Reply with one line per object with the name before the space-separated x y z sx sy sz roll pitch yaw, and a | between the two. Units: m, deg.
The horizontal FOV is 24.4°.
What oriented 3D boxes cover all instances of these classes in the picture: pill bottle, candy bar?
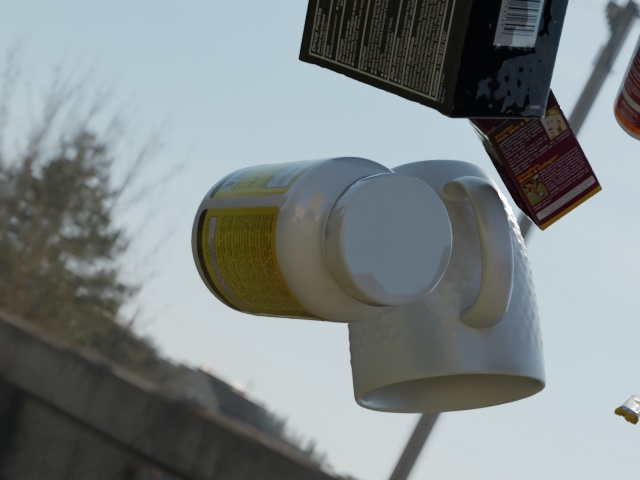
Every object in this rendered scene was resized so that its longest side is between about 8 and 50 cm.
pill bottle | 0.000 0.000 1.696 0.188 0.188 0.334 33 -15 -25
pill bottle | 0.506 -0.251 2.125 0.121 0.121 0.221 26 -38 12
candy bar | 0.470 0.250 2.207 0.040 0.018 0.161 29 12 18

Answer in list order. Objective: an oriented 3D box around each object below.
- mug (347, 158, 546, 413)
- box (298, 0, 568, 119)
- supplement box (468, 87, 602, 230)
mug | 0.184 0.048 2.096 0.276 0.328 0.374 1 -18 -15
box | 0.148 -0.329 1.827 0.182 0.296 0.294 -3 21 -41
supplement box | 0.283 -0.120 1.969 0.188 0.104 0.081 56 -1 -34
